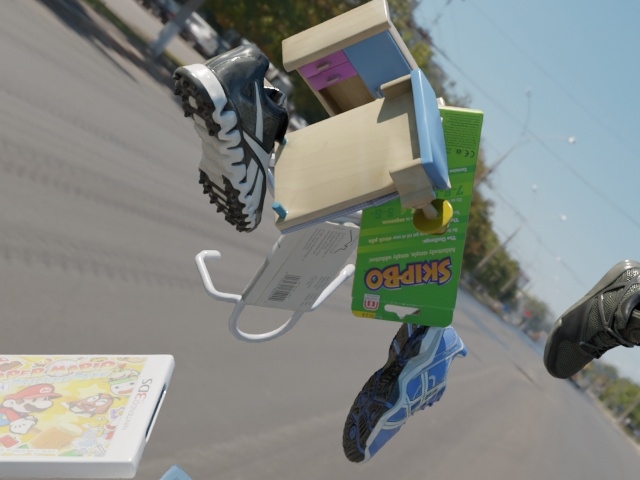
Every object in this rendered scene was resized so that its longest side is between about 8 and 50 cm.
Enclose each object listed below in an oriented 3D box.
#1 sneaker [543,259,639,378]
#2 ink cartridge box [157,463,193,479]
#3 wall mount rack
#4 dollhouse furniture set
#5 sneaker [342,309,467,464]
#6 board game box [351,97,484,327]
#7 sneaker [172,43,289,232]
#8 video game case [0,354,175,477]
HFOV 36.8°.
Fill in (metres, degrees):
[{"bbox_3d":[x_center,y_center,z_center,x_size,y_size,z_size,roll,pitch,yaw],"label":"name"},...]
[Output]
[{"bbox_3d":[0.445,0.145,1.505,0.087,0.227,0.130,35,16,-22],"label":"sneaker"},{"bbox_3d":[-0.162,0.352,0.865,0.172,0.100,0.237,44,48,4],"label":"ink cartridge box"},{"bbox_3d":[0.000,0.000,1.407,0.304,0.350,0.130,9,42,-35],"label":"wall mount rack"},{"bbox_3d":[0.023,-0.078,1.132,0.198,0.286,0.303,49,28,-45],"label":"dollhouse furniture set"},{"bbox_3d":[0.105,0.186,1.166,0.081,0.211,0.080,39,-10,-21],"label":"sneaker"},{"bbox_3d":[0.110,-0.029,1.126,0.124,0.259,0.039,7,11,3],"label":"board game box"},{"bbox_3d":[-0.072,-0.100,0.964,0.078,0.106,0.234,40,-24,31],"label":"sneaker"},{"bbox_3d":[-0.292,0.187,1.060,0.206,0.227,0.026,-81,169,-65],"label":"video game case"}]
